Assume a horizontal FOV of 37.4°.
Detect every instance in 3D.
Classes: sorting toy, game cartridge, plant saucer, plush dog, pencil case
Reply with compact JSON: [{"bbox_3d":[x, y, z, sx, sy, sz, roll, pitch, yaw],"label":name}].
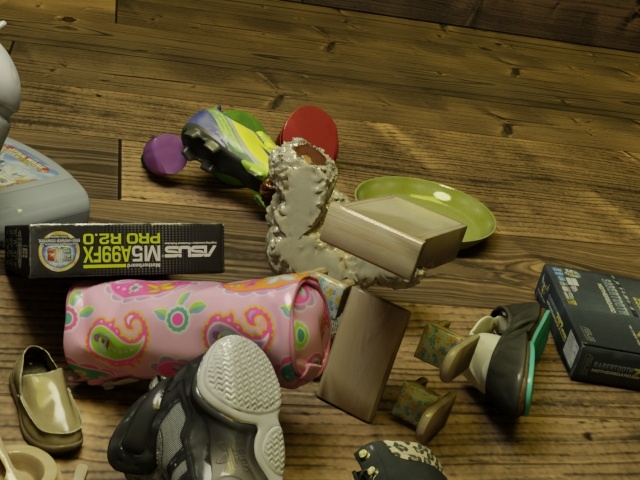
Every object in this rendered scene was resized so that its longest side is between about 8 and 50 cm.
[{"bbox_3d":[-0.149,-0.157,1.641,0.365,0.127,0.126,-10,4,-32],"label":"sorting toy"},{"bbox_3d":[-0.485,-0.087,1.377,0.297,0.062,0.198,28,35,30],"label":"game cartridge"},{"bbox_3d":[0.171,-0.041,1.577,0.240,0.037,0.241,10,27,-5],"label":"plant saucer"},{"bbox_3d":[0.000,0.000,1.314,0.262,0.211,0.225,40,11,-5],"label":"plush dog"},{"bbox_3d":[-0.134,0.096,0.995,0.284,0.124,0.124,-3,21,19],"label":"pencil case"}]

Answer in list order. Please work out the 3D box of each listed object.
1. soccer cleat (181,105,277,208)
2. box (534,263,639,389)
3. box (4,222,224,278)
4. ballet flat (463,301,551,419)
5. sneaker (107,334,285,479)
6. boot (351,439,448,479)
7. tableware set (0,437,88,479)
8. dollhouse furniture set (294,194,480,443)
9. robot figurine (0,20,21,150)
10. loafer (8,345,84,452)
[{"bbox_3d":[-0.085,-0.118,1.485,0.289,0.093,0.121,34,51,9],"label":"soccer cleat"},{"bbox_3d":[0.418,0.121,1.330,0.183,0.059,0.233,11,26,-5],"label":"box"},{"bbox_3d":[-0.257,0.009,1.141,0.216,0.060,0.270,-1,1,-24],"label":"box"},{"bbox_3d":[0.228,0.146,1.180,0.096,0.095,0.280,9,14,16],"label":"ballet flat"},{"bbox_3d":[-0.113,0.227,0.853,0.101,0.153,0.269,34,43,-44],"label":"sneaker"},{"bbox_3d":[0.049,0.263,0.866,0.236,0.085,0.178,7,24,-24],"label":"boot"},{"bbox_3d":[-0.277,0.239,0.823,0.128,0.039,0.194,8,26,-8],"label":"tableware set"},{"bbox_3d":[0.054,0.083,1.037,0.212,0.242,0.161,24,16,22],"label":"dollhouse furniture set"},{"bbox_3d":[-0.484,-0.124,1.115,0.199,0.354,0.300,21,-4,14],"label":"robot figurine"},{"bbox_3d":[-0.284,0.160,0.967,0.056,0.050,0.148,-9,33,-36],"label":"loafer"}]
